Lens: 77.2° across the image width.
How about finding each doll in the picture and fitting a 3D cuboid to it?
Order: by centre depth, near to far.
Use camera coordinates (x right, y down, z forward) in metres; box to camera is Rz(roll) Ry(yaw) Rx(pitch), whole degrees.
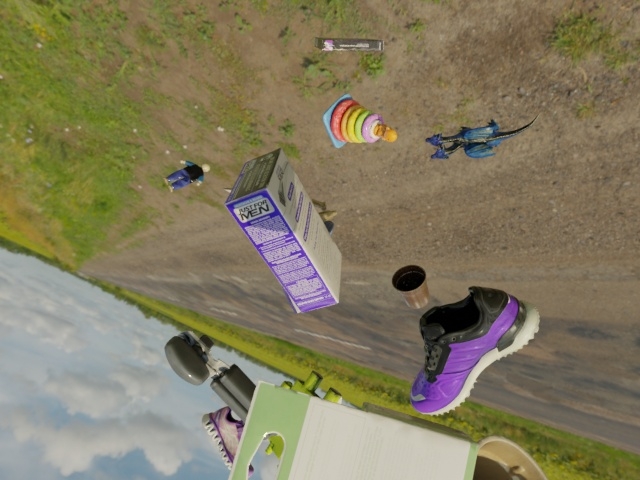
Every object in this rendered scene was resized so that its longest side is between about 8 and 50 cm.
[{"bbox_3d":[-0.538,-0.271,1.632,0.129,0.189,0.046,58,157,5],"label":"doll"}]

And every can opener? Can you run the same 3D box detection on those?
[{"bbox_3d":[-0.188,0.285,0.777,0.280,0.093,0.074,46,127,-7],"label":"can opener"}]

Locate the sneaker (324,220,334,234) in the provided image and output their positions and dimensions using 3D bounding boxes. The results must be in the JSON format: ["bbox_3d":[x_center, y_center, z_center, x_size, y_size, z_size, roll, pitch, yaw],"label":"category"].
[{"bbox_3d":[0.000,0.000,1.326,0.053,0.144,0.059,29,175,24],"label":"sneaker"}]

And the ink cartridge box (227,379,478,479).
[{"bbox_3d":[0.027,0.257,0.417,0.235,0.171,0.056,15,170,6],"label":"ink cartridge box"}]

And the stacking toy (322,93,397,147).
[{"bbox_3d":[0.169,-0.423,1.489,0.302,0.166,0.175,31,161,43],"label":"stacking toy"}]

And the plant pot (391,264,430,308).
[{"bbox_3d":[0.449,0.233,1.934,0.167,0.167,0.165,8,141,42],"label":"plant pot"}]

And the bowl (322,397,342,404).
[{"bbox_3d":[0.009,0.561,1.261,0.053,0.141,0.142,20,-159,27],"label":"bowl"}]

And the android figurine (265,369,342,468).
[{"bbox_3d":[-0.059,0.528,1.171,0.248,0.272,0.056,33,174,42],"label":"android figurine"}]

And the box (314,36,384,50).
[{"bbox_3d":[0.074,-0.519,1.060,0.162,0.029,0.116,-2,-151,-10],"label":"box"}]

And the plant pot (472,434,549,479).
[{"bbox_3d":[0.334,0.658,0.920,0.334,0.333,0.305,31,133,-18],"label":"plant pot"}]

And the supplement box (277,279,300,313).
[{"bbox_3d":[-0.084,0.119,1.305,0.220,0.114,0.111,46,161,59],"label":"supplement box"}]

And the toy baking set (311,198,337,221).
[{"bbox_3d":[-0.070,-0.095,1.186,0.197,0.030,0.256,22,-159,19],"label":"toy baking set"}]

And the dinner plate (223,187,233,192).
[{"bbox_3d":[-0.197,-0.132,1.110,0.141,0.017,0.141,7,-170,-1],"label":"dinner plate"}]

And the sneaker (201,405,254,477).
[{"bbox_3d":[-0.273,0.628,1.270,0.236,0.105,0.095,51,168,17],"label":"sneaker"}]

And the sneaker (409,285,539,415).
[{"bbox_3d":[0.223,0.186,0.711,0.146,0.293,0.102,26,-154,-14],"label":"sneaker"}]

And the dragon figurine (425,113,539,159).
[{"bbox_3d":[0.450,-0.283,1.127,0.290,0.144,0.085,1,116,30],"label":"dragon figurine"}]

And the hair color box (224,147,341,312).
[{"bbox_3d":[-0.067,-0.017,0.925,0.110,0.185,0.338,-17,124,18],"label":"hair color box"}]
